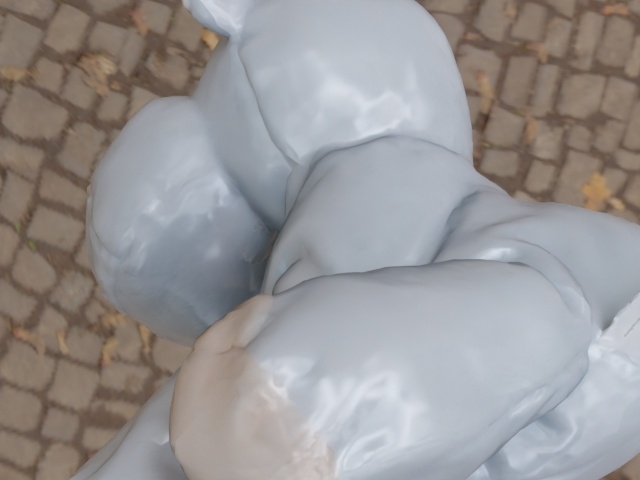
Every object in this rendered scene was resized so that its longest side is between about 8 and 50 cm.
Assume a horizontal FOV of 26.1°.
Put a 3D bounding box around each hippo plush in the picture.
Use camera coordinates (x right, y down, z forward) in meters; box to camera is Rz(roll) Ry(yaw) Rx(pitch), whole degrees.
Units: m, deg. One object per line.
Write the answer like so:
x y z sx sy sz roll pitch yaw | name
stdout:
0.000 0.000 0.499 0.294 0.236 0.234 -45 149 22 | hippo plush
